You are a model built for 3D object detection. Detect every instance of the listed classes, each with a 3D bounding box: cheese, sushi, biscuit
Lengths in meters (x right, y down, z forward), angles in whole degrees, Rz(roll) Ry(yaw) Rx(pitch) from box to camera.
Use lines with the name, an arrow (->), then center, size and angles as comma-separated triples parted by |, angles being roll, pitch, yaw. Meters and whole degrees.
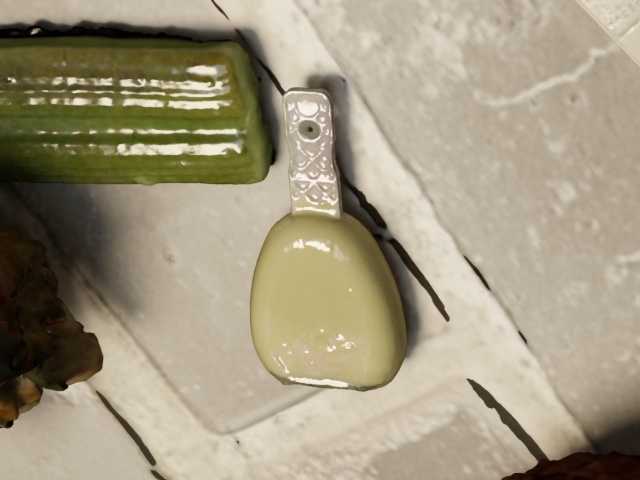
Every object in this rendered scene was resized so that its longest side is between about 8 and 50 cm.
cheese -> 0.000, 0.000, 0.958 | 0.097, 0.037, 0.192 | 5, 121, 16
sushi -> -0.268, 0.048, 0.981 | 0.225, 0.238, 0.218 | 46, 130, 5
biscuit -> -0.185, -0.077, 0.984 | 0.323, 0.038, 0.099 | 2, 122, 19

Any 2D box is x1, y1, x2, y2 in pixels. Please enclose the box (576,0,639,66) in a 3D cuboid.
box -> 0.209, -0.124, 0.813 | 0.247, 0.033, 0.129 | 45, 122, -8

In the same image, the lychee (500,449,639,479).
lychee -> 0.178, 0.235, 0.913 | 0.261, 0.260, 0.260 | 9, 121, 15
